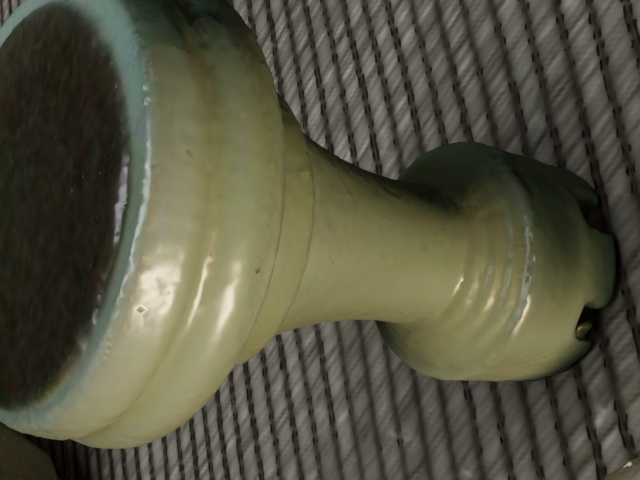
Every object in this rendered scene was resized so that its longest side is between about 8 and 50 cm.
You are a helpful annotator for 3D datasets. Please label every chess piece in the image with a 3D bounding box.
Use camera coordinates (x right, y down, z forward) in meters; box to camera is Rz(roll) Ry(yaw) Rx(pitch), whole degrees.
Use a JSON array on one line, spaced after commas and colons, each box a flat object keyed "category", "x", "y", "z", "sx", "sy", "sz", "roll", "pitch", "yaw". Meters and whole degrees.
[{"category": "chess piece", "x": 0.000, "y": 0.000, "z": 0.558, "sx": 0.194, "sy": 0.299, "sz": 0.194, "roll": -13, "pitch": 73, "yaw": 50}]

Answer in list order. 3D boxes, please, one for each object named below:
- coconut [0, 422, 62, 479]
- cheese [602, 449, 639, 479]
[{"category": "coconut", "x": -0.354, "y": 0.253, "z": 0.974, "sx": 0.297, "sy": 0.309, "sz": 0.297, "roll": 166, "pitch": 90, "yaw": -83}, {"category": "cheese", "x": 0.187, "y": 0.106, "z": 0.522, "sx": 0.400, "sy": 0.034, "sz": 0.085, "roll": -49, "pitch": 46, "yaw": 34}]
